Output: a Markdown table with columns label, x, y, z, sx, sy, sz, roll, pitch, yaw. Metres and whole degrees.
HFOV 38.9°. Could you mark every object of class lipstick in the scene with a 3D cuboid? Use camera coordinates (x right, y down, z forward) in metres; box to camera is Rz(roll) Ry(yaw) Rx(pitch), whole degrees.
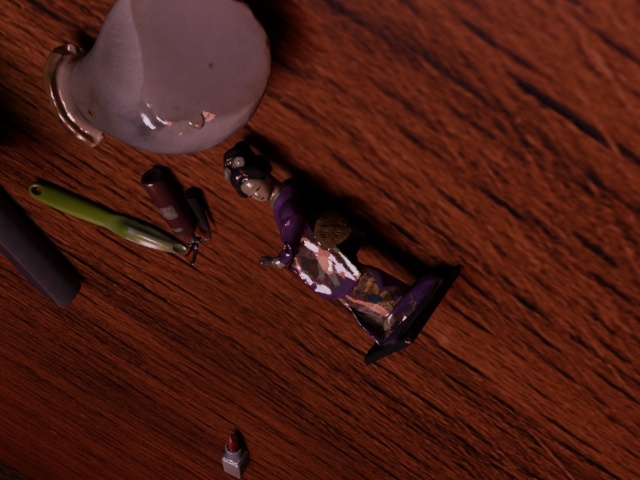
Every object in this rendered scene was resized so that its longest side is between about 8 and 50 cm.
| label | x | y | z | sx | sy | sz | roll | pitch | yaw |
| --- | --- | --- | --- | --- | --- | --- | --- | --- | --- |
| lipstick | -0.126 | 0.310 | 1.323 | 0.030 | 0.030 | 0.129 | 24 | 150 | 13 |

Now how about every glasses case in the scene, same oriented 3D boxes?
| label | x | y | z | sx | sy | sz | roll | pitch | yaw |
| --- | --- | --- | --- | --- | --- | --- | --- | --- | --- |
| glasses case | -0.355 | 0.001 | 1.053 | 0.072 | 0.042 | 0.191 | 13 | 147 | 40 |

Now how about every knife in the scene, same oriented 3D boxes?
| label | x | y | z | sx | sy | sz | roll | pitch | yaw |
| --- | --- | --- | --- | --- | --- | --- | --- | --- | --- |
| knife | -0.218 | -0.022 | 0.913 | 0.184 | 0.022 | 0.026 | 21 | 175 | 14 |

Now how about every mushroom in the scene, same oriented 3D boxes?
| label | x | y | z | sx | sy | sz | roll | pitch | yaw |
| --- | --- | --- | --- | --- | --- | --- | --- | --- | --- |
| mushroom | -0.118 | -0.110 | 0.632 | 0.225 | 0.093 | 0.116 | -9 | 111 | 60 |

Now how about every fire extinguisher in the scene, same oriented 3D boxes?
| label | x | y | z | sx | sy | sz | roll | pitch | yaw |
| --- | --- | --- | --- | --- | --- | --- | --- | --- | --- |
| fire extinguisher | -0.121 | -0.025 | 0.822 | 0.046 | 0.032 | 0.100 | -18 | 133 | 10 |

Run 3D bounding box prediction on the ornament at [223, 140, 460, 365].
| label | x | y | z | sx | sy | sz | roll | pitch | yaw |
| --- | --- | --- | --- | --- | --- | --- | --- | --- | --- |
| ornament | -0.002 | 0.008 | 0.701 | 0.203 | 0.081 | 0.088 | 37 | 150 | -10 |
